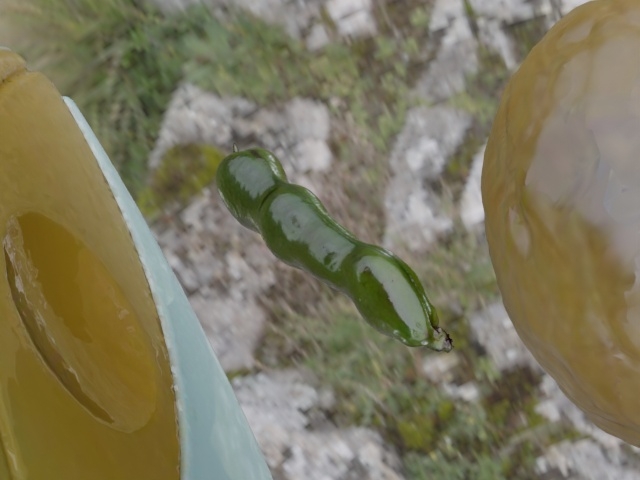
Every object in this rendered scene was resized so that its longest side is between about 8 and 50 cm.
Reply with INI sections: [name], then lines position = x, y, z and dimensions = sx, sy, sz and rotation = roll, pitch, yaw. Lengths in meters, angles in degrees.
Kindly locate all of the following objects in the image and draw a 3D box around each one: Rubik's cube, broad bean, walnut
[Rubik's cube]
position = -0.259, 0.123, 1.011
dimensions = 0.351, 0.347, 0.352
rotation = -33, 86, 17
[broad bean]
position = -0.001, 0.000, 1.259
dimensions = 0.256, 0.053, 0.052
rotation = 38, 97, 46
[walnut]
position = 0.253, -0.020, 1.259
dimensions = 0.332, 0.333, 0.333
rotation = -5, 66, 12
